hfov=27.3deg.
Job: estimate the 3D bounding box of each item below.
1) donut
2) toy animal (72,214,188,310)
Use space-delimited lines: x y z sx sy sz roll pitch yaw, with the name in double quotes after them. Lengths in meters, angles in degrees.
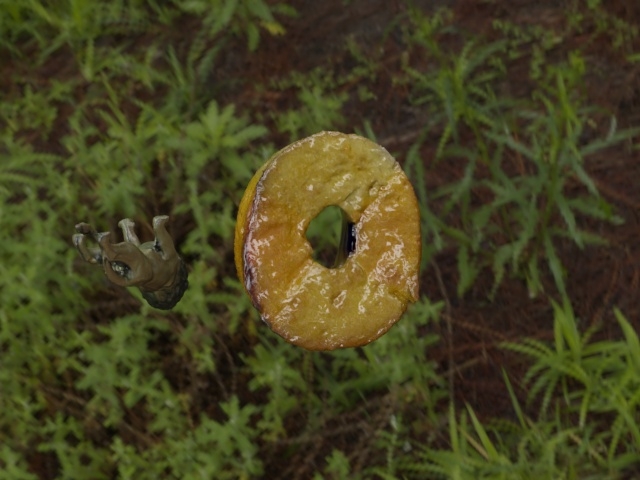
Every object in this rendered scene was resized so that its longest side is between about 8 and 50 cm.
0.001 0.000 1.157 0.174 0.075 0.190 -12 97 -20 "donut"
-0.178 0.008 1.263 0.069 0.220 0.086 -7 73 19 "toy animal"
